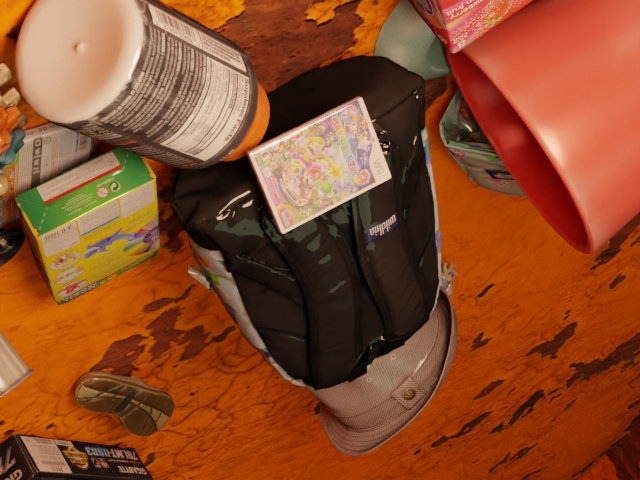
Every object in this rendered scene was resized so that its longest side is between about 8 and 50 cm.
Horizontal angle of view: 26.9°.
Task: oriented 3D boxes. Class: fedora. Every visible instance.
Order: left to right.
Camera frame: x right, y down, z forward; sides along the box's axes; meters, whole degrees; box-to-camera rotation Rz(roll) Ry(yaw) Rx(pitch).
[{"bbox_3d":[0.061,0.157,1.888,0.275,0.244,0.124,-41,125,18],"label":"fedora"}]

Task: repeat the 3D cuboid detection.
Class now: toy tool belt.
[{"bbox_3d":[0.180,0.049,2.007,0.051,0.052,0.083,-66,159,-7],"label":"toy tool belt"}]

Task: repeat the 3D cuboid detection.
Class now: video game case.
[{"bbox_3d":[-0.292,-0.056,1.254,0.166,0.015,0.119,-22,153,-27],"label":"video game case"},{"bbox_3d":[0.000,-0.071,1.256,0.122,0.011,0.087,-28,113,-14],"label":"video game case"}]

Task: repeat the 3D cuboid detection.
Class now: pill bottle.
[{"bbox_3d":[-0.140,-0.135,1.168,0.130,0.130,0.246,-42,155,15],"label":"pill bottle"}]

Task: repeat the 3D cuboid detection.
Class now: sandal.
[{"bbox_3d":[-0.254,0.200,1.729,0.072,0.049,0.180,-46,139,9],"label":"sandal"}]

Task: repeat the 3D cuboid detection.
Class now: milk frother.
[{"bbox_3d":[-0.324,0.077,1.306,0.143,0.135,0.129,-35,-174,6],"label":"milk frother"}]

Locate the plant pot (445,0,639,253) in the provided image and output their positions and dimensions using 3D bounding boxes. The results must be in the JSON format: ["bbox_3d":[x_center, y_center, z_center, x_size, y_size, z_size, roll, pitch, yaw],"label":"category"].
[{"bbox_3d":[0.303,-0.163,1.407,0.243,0.275,0.275,-34,155,0],"label":"plant pot"}]

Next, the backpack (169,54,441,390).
[{"bbox_3d":[0.000,0.000,1.463,0.290,0.273,0.355,-34,126,-12],"label":"backpack"}]

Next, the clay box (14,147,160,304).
[{"bbox_3d":[-0.228,-0.011,1.345,0.127,0.053,0.222,-28,165,-15],"label":"clay box"}]

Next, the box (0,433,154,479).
[{"bbox_3d":[-0.417,0.383,1.816,0.295,0.073,0.293,-39,154,11],"label":"box"}]

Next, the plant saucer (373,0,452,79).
[{"bbox_3d":[0.149,-0.234,1.468,0.195,0.037,0.195,-28,155,-14],"label":"plant saucer"}]

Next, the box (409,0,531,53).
[{"bbox_3d":[0.189,-0.315,1.269,0.257,0.122,0.128,-34,156,-2],"label":"box"}]

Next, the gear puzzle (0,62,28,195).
[{"bbox_3d":[-0.294,-0.057,1.022,0.175,0.044,0.339,-40,179,-11],"label":"gear puzzle"}]

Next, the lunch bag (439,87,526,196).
[{"bbox_3d":[0.286,-0.149,1.653,0.262,0.160,0.223,-27,162,12],"label":"lunch bag"}]
